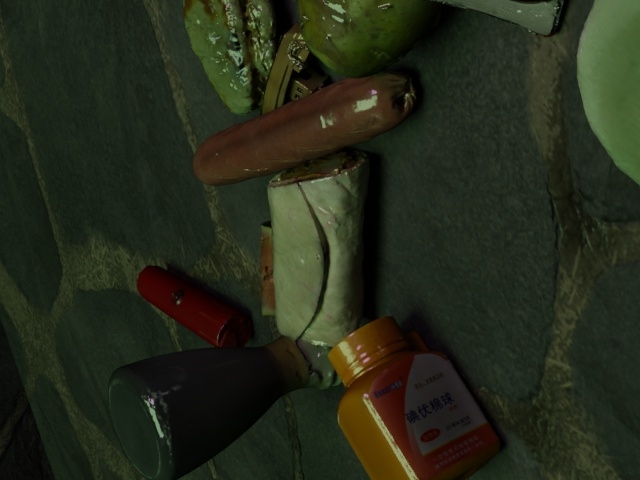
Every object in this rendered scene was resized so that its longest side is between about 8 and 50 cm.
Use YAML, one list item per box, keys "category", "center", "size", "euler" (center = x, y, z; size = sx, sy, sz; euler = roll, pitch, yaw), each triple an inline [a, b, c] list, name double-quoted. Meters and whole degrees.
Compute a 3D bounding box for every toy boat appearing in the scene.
- category: "toy boat"
  center: [-0.027, -0.201, 1.798]
  size: [0.072, 0.064, 0.206]
  euler: [36, 145, 14]

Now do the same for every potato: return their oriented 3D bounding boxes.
- category: "potato"
  center: [0.064, -0.305, 1.499]
  size: [0.176, 0.141, 0.298]
  euler: [41, 135, 14]

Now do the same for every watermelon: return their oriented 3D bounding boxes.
- category: "watermelon"
  center: [-0.045, 0.029, 1.978]
  size: [0.069, 0.086, 0.163]
  euler: [-100, 10, -54]

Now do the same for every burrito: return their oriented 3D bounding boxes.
- category: "burrito"
  center: [0.002, 0.002, 1.844]
  size: [0.143, 0.105, 0.299]
  euler: [27, 132, 36]

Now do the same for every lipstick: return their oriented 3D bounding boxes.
- category: "lipstick"
  center: [-0.212, 0.111, 2.302]
  size: [0.279, 0.073, 0.073]
  euler: [25, 130, 50]

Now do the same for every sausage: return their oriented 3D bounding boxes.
- category: "sausage"
  center: [-0.039, -0.134, 1.767]
  size: [0.433, 0.088, 0.088]
  euler: [-17, 95, 49]

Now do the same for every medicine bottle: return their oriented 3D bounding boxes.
- category: "medicine bottle"
  center: [0.107, 0.215, 1.766]
  size: [0.222, 0.149, 0.112]
  euler: [58, 149, 16]

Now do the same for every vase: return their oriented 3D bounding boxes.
- category: "vase"
  center: [-0.124, 0.211, 1.972]
  size: [0.173, 0.321, 0.173]
  euler: [36, 136, 45]

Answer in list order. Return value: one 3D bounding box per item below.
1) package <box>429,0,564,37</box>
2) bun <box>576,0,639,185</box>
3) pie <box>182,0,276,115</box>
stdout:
- category: "package"
  center: [0.182, -0.319, 1.345]
  size: [0.154, 0.030, 0.239]
  euler: [20, 128, 11]
- category: "bun"
  center: [0.356, -0.147, 1.089]
  size: [0.293, 0.187, 0.293]
  euler: [25, 142, 21]
- category: "pie"
  center: [-0.124, -0.286, 1.859]
  size: [0.201, 0.090, 0.248]
  euler: [17, 124, 62]
